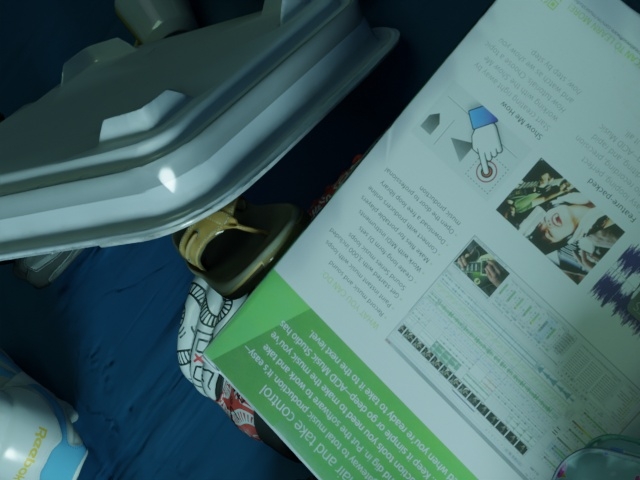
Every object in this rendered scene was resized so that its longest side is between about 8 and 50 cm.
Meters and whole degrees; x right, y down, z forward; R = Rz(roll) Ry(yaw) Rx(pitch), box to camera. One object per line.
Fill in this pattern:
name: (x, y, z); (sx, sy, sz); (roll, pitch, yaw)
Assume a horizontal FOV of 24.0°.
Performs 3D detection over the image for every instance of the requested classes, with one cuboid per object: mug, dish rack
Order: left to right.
dish rack: (-0.134, -0.089, 1.078); (0.332, 0.072, 0.285); (-9, 28, 42)
mug: (-0.129, -0.178, 1.250); (0.062, 0.078, 0.064); (-25, 56, -9)

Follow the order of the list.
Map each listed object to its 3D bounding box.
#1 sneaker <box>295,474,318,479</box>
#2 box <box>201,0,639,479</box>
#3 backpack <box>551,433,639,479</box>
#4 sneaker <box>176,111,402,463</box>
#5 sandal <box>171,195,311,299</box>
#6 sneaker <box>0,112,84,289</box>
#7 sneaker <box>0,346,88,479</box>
sneaker: (-0.002, 0.179, 0.891); (0.058, 0.152, 0.085); (31, 86, 3)
box: (0.111, 0.026, 0.848); (0.232, 0.058, 0.322); (45, 102, 22)
backpack: (0.172, 0.194, 0.701); (0.165, 0.144, 0.188); (9, 79, 40)
sneaker: (-0.001, 0.000, 1.001); (0.145, 0.090, 0.270); (27, 91, 45)
sandal: (-0.065, -0.009, 0.972); (0.072, 0.049, 0.180); (-54, 26, -6)
sneaker: (-0.267, -0.037, 1.281); (0.106, 0.078, 0.234); (-53, 45, 5)
sneaker: (-0.247, 0.140, 1.170); (0.087, 0.092, 0.228); (-62, 23, 2)
